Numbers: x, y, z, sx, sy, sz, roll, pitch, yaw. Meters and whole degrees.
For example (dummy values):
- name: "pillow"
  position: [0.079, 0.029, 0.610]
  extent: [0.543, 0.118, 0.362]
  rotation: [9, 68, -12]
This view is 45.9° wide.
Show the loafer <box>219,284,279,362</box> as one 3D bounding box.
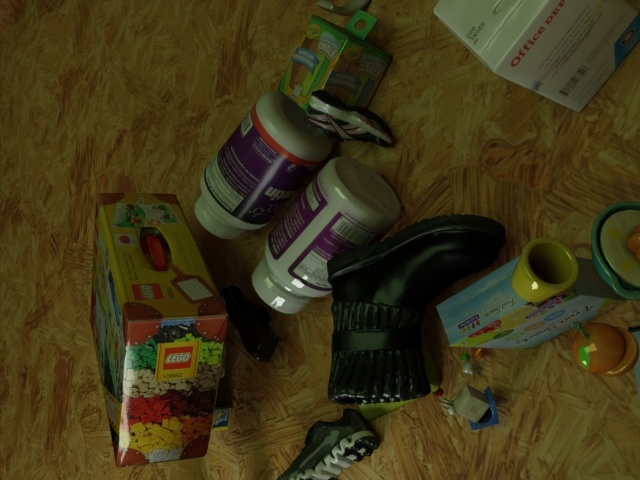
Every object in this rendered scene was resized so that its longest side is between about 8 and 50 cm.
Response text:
- name: "loafer"
  position: [-0.145, 0.167, 1.634]
  extent: [0.078, 0.080, 0.220]
  rotation: [-47, 51, 10]

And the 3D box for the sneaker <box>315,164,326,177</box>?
- name: "sneaker"
  position: [-0.004, -0.069, 1.544]
  extent: [0.175, 0.064, 0.067]
  rotation: [-65, 23, 9]

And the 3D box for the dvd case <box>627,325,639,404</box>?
- name: "dvd case"
  position: [0.499, 0.223, 0.957]
  extent: [0.180, 0.022, 0.252]
  rotation: [-19, 69, 44]

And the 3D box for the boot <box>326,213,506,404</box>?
- name: "boot"
  position: [0.156, 0.124, 1.229]
  extent: [0.348, 0.131, 0.260]
  rotation: [-23, 57, 36]

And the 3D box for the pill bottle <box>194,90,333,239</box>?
- name: "pill bottle"
  position: [-0.131, -0.148, 1.596]
  extent: [0.323, 0.182, 0.181]
  rotation: [-46, 52, 32]

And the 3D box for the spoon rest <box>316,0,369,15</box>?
- name: "spoon rest"
  position: [0.100, -0.570, 1.522]
  extent: [0.137, 0.084, 0.276]
  rotation: [36, 95, 43]

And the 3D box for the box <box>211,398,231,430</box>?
- name: "box"
  position: [-0.277, 0.383, 1.736]
  extent: [0.169, 0.059, 0.054]
  rotation: [14, 95, 48]

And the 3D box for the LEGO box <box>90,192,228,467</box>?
- name: "LEGO box"
  position: [-0.372, 0.172, 1.642]
  extent: [0.500, 0.193, 0.372]
  rotation: [-125, 40, -53]

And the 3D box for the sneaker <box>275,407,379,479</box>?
- name: "sneaker"
  position: [-0.001, 0.395, 1.406]
  extent: [0.234, 0.078, 0.106]
  rotation: [-38, 44, 14]

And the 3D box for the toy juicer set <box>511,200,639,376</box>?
- name: "toy juicer set"
  position: [0.411, 0.044, 0.911]
  extent: [0.209, 0.329, 0.089]
  rotation: [59, 157, 21]

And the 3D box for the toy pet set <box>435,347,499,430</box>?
- name: "toy pet set"
  position: [0.252, 0.241, 1.211]
  extent: [0.122, 0.065, 0.114]
  rotation: [-59, 11, 17]

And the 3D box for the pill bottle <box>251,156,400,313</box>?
- name: "pill bottle"
  position: [0.000, 0.000, 1.433]
  extent: [0.301, 0.169, 0.169]
  rotation: [-48, 51, 29]

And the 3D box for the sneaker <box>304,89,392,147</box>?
- name: "sneaker"
  position: [0.050, -0.217, 1.437]
  extent: [0.077, 0.178, 0.072]
  rotation: [-59, 10, 31]

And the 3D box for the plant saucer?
- name: "plant saucer"
  position: [0.109, 0.209, 1.364]
  extent: [0.188, 0.045, 0.188]
  rotation: [-36, 58, 37]

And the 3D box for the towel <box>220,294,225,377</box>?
- name: "towel"
  position: [-0.266, 0.202, 1.704]
  extent: [0.282, 0.049, 0.187]
  rotation: [-171, 82, -66]

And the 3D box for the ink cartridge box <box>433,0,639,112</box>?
- name: "ink cartridge box"
  position: [0.323, -0.326, 1.100]
  extent: [0.171, 0.233, 0.168]
  rotation: [-54, 48, 25]

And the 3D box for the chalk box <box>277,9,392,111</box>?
- name: "chalk box"
  position: [0.038, -0.352, 1.489]
  extent: [0.132, 0.132, 0.213]
  rotation: [44, 114, 43]

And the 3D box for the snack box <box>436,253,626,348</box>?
- name: "snack box"
  position: [0.298, 0.089, 1.063]
  extent: [0.174, 0.207, 0.070]
  rotation: [-38, 58, 38]
